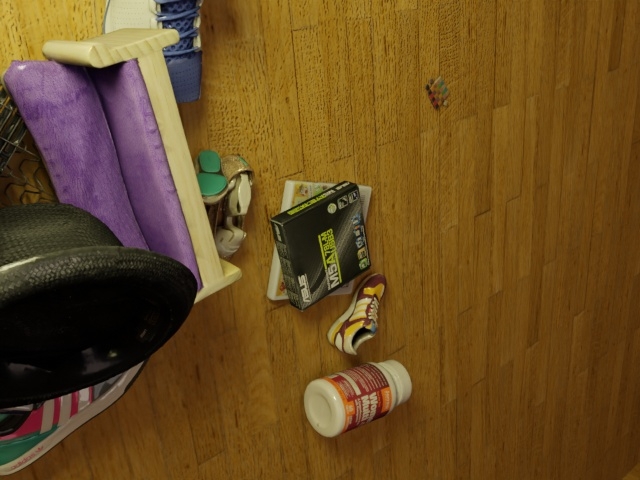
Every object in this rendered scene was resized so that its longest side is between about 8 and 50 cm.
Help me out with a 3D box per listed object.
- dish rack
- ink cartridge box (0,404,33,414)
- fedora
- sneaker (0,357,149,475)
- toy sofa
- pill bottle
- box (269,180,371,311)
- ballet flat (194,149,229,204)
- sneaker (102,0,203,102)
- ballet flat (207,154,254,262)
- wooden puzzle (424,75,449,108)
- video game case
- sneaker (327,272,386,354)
[{"bbox_3d":[-0.370,-0.084,0.905,0.271,0.074,0.208,33,82,-42],"label":"dish rack"},{"bbox_3d":[-0.458,0.095,0.814,0.223,0.045,0.224,13,61,-38],"label":"ink cartridge box"},{"bbox_3d":[-0.307,0.057,0.749,0.334,0.152,0.334,-26,156,-13],"label":"fedora"},{"bbox_3d":[-0.392,0.181,0.952,0.295,0.124,0.178,-42,138,-21],"label":"sneaker"},{"bbox_3d":[-0.245,-0.078,0.860,0.177,0.150,0.362,-29,122,-32],"label":"toy sofa"},{"bbox_3d":[0.083,0.328,1.418,0.221,0.121,0.121,-10,112,-39],"label":"pill bottle"},{"bbox_3d":[0.006,0.008,1.250,0.184,0.045,0.190,-30,123,-32],"label":"box"},{"bbox_3d":[-0.169,-0.084,1.025,0.057,0.168,0.052,6,119,-9],"label":"ballet flat"},{"bbox_3d":[-0.203,-0.333,0.880,0.127,0.182,0.315,-19,117,-34],"label":"sneaker"},{"bbox_3d":[-0.152,-0.038,1.112,0.073,0.067,0.206,-3,108,-42],"label":"ballet flat"},{"bbox_3d":[0.246,-0.311,1.405,0.049,0.006,0.083,-51,131,-15],"label":"wooden puzzle"},{"bbox_3d":[0.000,0.000,1.291,0.206,0.026,0.227,-1,107,-41],"label":"video game case"},{"bbox_3d":[0.097,0.156,1.393,0.185,0.084,0.069,-56,133,-10],"label":"sneaker"}]
